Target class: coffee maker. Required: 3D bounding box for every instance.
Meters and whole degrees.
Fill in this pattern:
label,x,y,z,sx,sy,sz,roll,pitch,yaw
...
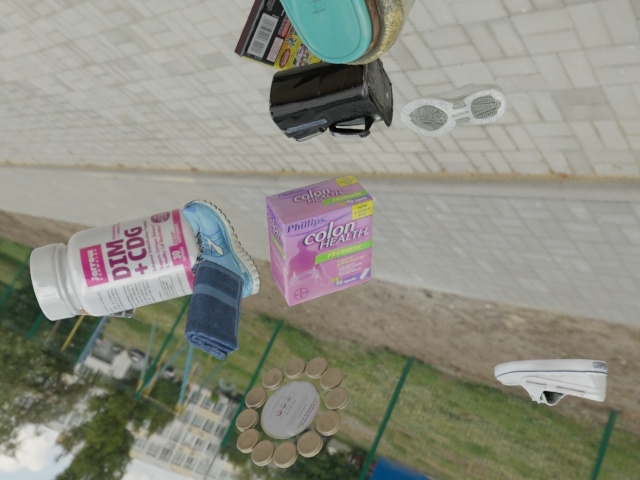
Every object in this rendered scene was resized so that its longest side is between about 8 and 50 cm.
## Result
label,x,y,z,sx,sy,sz,roll,pitch,yaw
coffee maker,0.010,-0.247,1.053,0.178,0.120,0.171,-8,129,24

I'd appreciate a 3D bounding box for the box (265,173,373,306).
label,x,y,z,sx,sy,sz,roll,pitch,yaw
box,0.000,0.000,1.487,0.117,0.214,0.242,-126,26,-47

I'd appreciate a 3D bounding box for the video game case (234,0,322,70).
label,x,y,z,sx,sy,sz,roll,pitch,yaw
video game case,-0.055,-0.541,1.565,0.248,0.274,0.035,6,-152,-47

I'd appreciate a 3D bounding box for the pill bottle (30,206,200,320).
label,x,y,z,sx,sy,sz,roll,pitch,yaw
pill bottle,-0.359,0.046,1.181,0.283,0.160,0.160,-14,165,-8

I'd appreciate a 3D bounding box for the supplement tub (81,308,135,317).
label,x,y,z,sx,sy,sz,roll,pitch,yaw
supplement tub,-0.482,0.099,1.365,0.191,0.116,0.117,7,168,-16

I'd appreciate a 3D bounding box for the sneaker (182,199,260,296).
label,x,y,z,sx,sy,sz,roll,pitch,yaw
sneaker,-0.149,0.014,0.888,0.162,0.073,0.063,54,155,19

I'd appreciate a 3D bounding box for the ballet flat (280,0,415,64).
label,x,y,z,sx,sy,sz,roll,pitch,yaw
ballet flat,-0.026,-0.275,0.387,0.123,0.123,0.348,9,141,45

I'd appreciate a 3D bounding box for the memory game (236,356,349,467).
label,x,y,z,sx,sy,sz,roll,pitch,yaw
memory game,-0.042,0.247,0.953,0.186,0.186,0.012,10,142,44

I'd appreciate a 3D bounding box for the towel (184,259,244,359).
label,x,y,z,sx,sy,sz,roll,pitch,yaw
towel,-0.125,0.079,0.778,0.067,0.119,0.029,32,127,-27

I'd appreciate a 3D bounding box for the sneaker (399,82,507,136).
label,x,y,z,sx,sy,sz,roll,pitch,yaw
sneaker,0.293,-0.294,1.430,0.232,0.115,0.090,-3,118,20

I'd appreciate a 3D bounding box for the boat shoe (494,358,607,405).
label,x,y,z,sx,sy,sz,roll,pitch,yaw
boat shoe,0.437,0.278,1.266,0.095,0.084,0.258,11,163,-23
